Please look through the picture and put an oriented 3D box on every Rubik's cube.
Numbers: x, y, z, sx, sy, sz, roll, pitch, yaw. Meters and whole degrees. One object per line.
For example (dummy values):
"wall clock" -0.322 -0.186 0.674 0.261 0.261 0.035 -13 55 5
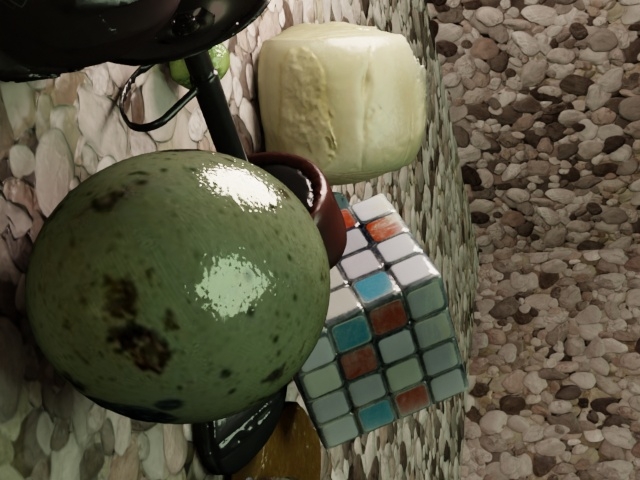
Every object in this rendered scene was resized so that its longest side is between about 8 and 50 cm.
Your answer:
"Rubik's cube" 0.054 0.122 1.619 0.256 0.253 0.259 -119 -173 -52

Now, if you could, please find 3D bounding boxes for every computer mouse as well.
"computer mouse" -0.102 0.227 1.514 0.269 0.087 0.137 -64 147 -55

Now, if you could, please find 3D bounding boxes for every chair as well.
"chair" -0.114 -0.124 1.286 0.226 0.227 0.401 -76 156 -44

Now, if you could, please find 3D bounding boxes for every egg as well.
"egg" -0.142 0.049 1.066 0.379 0.288 0.287 -21 107 -65

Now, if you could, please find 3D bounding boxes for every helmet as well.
"helmet" -0.236 -0.274 1.005 0.305 0.177 0.224 -61 146 -62

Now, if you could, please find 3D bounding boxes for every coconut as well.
"coconut" -0.164 -0.241 1.391 0.088 0.088 0.096 -41 121 -69

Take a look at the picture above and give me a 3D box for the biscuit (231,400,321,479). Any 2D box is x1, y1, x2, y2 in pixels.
"biscuit" -0.070 0.429 1.624 0.312 0.057 0.351 22 67 -68

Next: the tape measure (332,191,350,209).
"tape measure" 0.002 -0.003 1.857 0.182 0.107 0.181 67 32 -42

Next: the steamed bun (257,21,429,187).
"steamed bun" 0.044 -0.236 1.758 0.273 0.272 0.290 -42 121 -68

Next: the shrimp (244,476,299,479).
"shrimp" -0.062 0.415 1.474 0.317 0.062 0.164 56 38 -61
